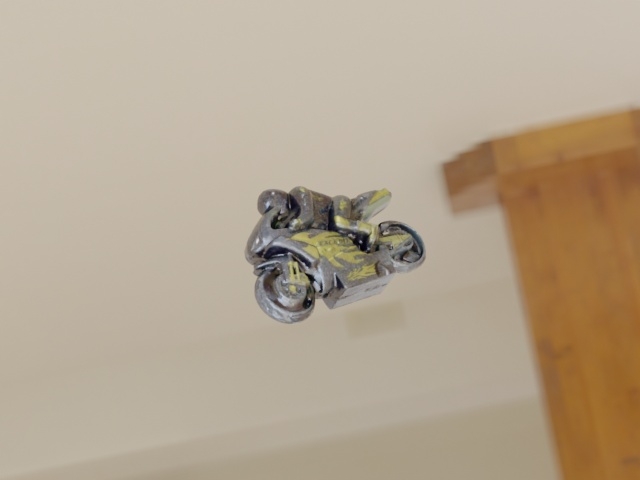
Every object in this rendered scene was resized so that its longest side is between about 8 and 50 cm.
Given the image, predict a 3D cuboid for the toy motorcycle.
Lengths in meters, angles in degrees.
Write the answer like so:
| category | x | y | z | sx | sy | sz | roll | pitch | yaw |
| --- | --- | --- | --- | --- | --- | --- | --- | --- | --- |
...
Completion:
| category | x | y | z | sx | sy | sz | roll | pitch | yaw |
| --- | --- | --- | --- | --- | --- | --- | --- | --- | --- |
| toy motorcycle | 0.000 | 0.000 | 1.670 | 0.124 | 0.193 | 0.061 | 52 | 137 | 17 |
